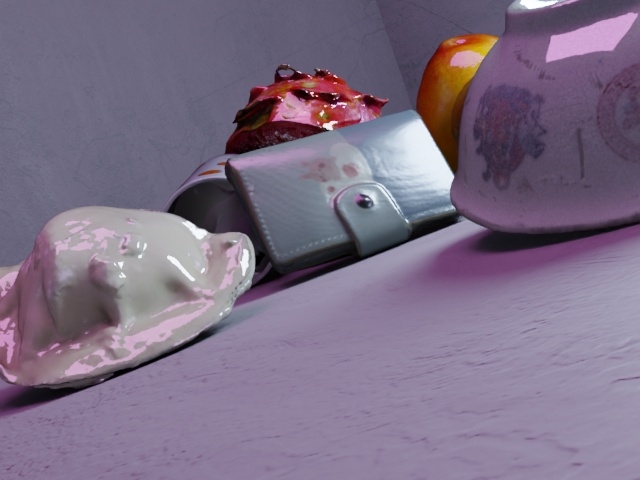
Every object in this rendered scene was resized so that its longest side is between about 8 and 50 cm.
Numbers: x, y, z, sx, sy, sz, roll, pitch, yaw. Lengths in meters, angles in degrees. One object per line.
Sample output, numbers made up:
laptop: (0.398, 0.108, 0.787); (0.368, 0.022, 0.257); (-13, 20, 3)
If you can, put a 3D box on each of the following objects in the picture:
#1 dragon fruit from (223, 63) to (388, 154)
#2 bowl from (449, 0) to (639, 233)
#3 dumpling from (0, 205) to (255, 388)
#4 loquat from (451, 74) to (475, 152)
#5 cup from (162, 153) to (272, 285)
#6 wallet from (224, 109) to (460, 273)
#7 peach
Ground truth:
dragon fruit: (0.001, -0.218, 1.692); (0.386, 0.249, 0.371); (9, -26, 8)
bowl: (0.323, -0.198, 0.882); (0.435, 0.196, 0.435); (-21, 20, 8)
dumpling: (-0.282, 0.090, 1.061); (0.395, 0.233, 0.315); (-6, 37, 2)
loquat: (0.344, -0.203, 1.388); (0.235, 0.235, 0.235); (-19, 4, 1)
cup: (-0.179, -0.049, 1.520); (0.212, 0.212, 0.317); (-19, 16, 4)
wallet: (0.048, -0.086, 1.294); (0.360, 0.252, 0.083); (-18, -31, -16)
peach: (0.338, -0.267, 1.644); (0.308, 0.332, 0.308); (-25, 12, 6)
